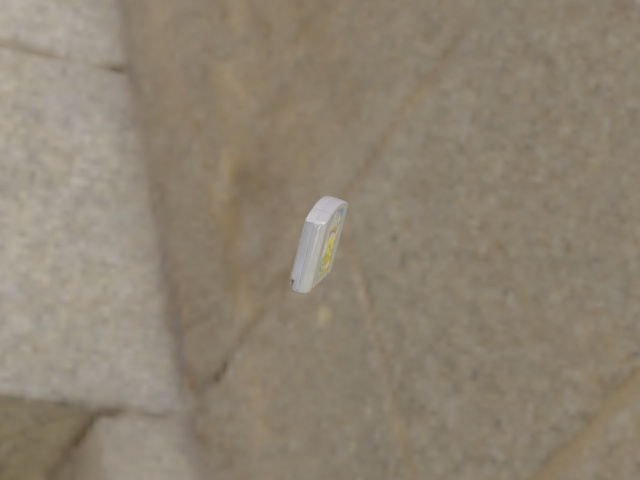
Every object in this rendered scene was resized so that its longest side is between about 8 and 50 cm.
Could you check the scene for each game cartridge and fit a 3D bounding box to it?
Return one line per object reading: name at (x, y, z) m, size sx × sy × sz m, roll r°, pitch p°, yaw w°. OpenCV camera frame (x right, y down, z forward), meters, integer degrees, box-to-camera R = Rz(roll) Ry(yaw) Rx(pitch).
game cartridge at (0.000, 0.000, 1.247) m, size 0.083 × 0.017 × 0.056 m, roll -42°, pitch -36°, yaw -74°
